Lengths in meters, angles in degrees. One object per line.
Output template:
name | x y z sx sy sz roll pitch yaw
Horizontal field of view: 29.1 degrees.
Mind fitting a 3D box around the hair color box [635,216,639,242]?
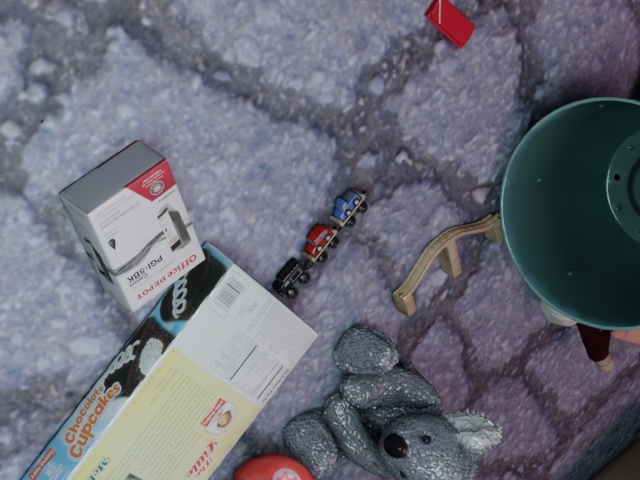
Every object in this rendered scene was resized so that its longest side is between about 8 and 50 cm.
hair color box | 0.539 -0.137 1.769 0.185 0.110 0.339 -13 118 -47

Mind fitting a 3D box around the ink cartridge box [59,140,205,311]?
ink cartridge box | -0.182 -0.013 1.212 0.099 0.056 0.135 -38 135 -22

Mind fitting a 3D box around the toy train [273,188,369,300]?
toy train | 0.000 0.000 1.420 0.158 0.027 0.036 -51 128 -7

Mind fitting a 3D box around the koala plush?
koala plush | 0.113 0.247 1.531 0.203 0.221 0.196 27 94 -49

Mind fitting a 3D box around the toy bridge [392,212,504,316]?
toy bridge | 0.166 0.019 1.590 0.188 0.026 0.063 -38 134 -21

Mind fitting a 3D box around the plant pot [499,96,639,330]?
plant pot | 0.418 -0.050 1.608 0.235 0.293 0.293 -17 126 -54

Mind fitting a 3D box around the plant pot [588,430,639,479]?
plant pot | 0.542 0.499 2.072 0.280 0.323 0.323 -22 130 -13

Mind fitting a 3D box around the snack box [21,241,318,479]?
snack box | -0.159 0.180 1.350 0.322 0.060 0.187 -52 138 -6

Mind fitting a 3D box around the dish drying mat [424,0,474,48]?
dish drying mat | 0.151 -0.252 1.421 0.083 0.008 0.032 30 91 -49

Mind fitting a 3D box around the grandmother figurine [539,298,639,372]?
grandmother figurine | 0.439 0.092 1.842 0.342 0.104 0.208 9 78 -48

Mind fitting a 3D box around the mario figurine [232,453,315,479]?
mario figurine | -0.111 0.399 1.453 0.198 0.170 0.321 28 95 -47
